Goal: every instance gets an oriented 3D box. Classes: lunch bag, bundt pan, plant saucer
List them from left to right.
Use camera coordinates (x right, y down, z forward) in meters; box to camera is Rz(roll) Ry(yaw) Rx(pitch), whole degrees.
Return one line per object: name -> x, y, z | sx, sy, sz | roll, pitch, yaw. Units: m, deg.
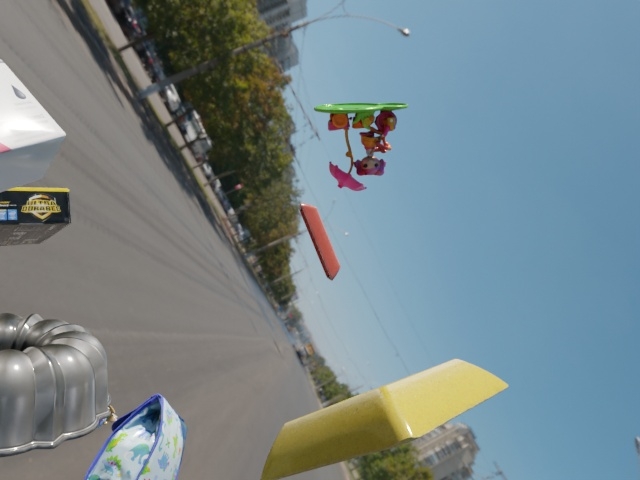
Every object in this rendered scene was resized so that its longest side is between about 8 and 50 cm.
bundt pan -> -0.486, 0.194, 0.837 | 0.331, 0.331, 0.124 | -149, -112, -76
lunch bag -> -0.265, 0.325, 0.833 | 0.096, 0.151, 0.128 | 16, -35, 18
plant saucer -> 0.000, 0.000, 1.786 | 0.259, 0.048, 0.258 | 143, -76, -88
plant saucer -> 0.102, 0.293, 0.935 | 0.333, 0.333, 0.080 | -2, 66, -49

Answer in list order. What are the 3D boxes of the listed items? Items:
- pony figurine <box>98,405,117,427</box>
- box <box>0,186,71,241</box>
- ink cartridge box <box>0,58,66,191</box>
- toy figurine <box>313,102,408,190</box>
pony figurine -> -0.822, 0.434, 1.709 | 0.364, 0.302, 0.351 | 28, -19, 29
box -> -0.679, -0.042, 1.109 | 0.322, 0.257, 0.079 | -13, -100, 53
ink cartridge box -> -0.427, -0.156, 0.608 | 0.218, 0.092, 0.158 | 48, 33, 0
toy figurine -> 0.077, -0.173, 1.025 | 0.130, 0.173, 0.159 | -106, -167, -70
